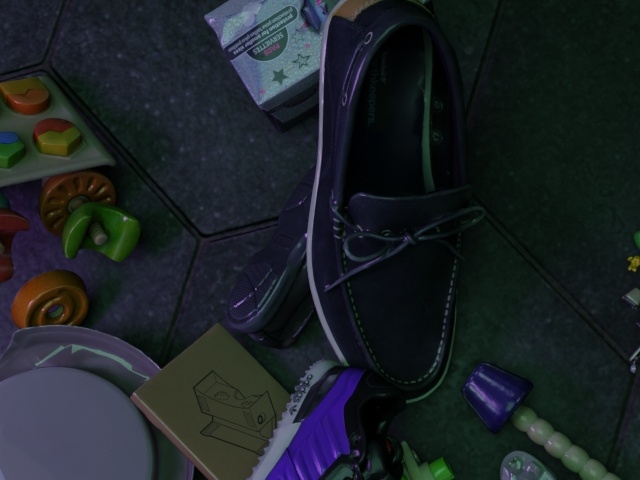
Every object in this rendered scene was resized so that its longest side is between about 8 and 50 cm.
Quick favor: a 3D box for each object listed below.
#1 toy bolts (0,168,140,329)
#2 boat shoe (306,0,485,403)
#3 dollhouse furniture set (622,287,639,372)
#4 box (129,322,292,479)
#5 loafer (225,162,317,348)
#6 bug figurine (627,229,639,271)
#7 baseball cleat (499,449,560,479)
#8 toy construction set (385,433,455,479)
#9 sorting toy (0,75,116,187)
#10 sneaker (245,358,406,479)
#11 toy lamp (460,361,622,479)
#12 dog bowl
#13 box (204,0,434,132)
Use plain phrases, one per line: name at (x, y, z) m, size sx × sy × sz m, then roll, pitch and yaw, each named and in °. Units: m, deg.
toy bolts at (-0.381, -0.004, 1.634) m, size 0.158 × 0.228 × 0.218 m, roll 47°, pitch 116°, yaw 40°
boat shoe at (0.086, -0.038, 1.492) m, size 0.186 × 0.156 × 0.500 m, roll -6°, pitch 106°, yaw -16°
dollhouse furniture set at (0.377, 0.111, 1.518) m, size 0.091 × 0.114 × 0.081 m, roll 41°, pitch 94°, yaw 11°
box at (-0.106, 0.213, 1.564) m, size 0.201 × 0.021 × 0.164 m, roll 45°, pitch 48°, yaw 6°
loafer at (0.000, 0.000, 1.620) m, size 0.302 × 0.095 × 0.109 m, roll -54°, pitch 37°, yaw -4°
bug figurine at (0.499, -0.014, 1.537) m, size 0.216 × 0.072 × 0.279 m, roll 28°, pitch 91°, yaw 19°
baseball cleat at (0.282, 0.333, 1.502) m, size 0.072 × 0.109 × 0.206 m, roll -36°, pitch 75°, yaw 16°
toy construction set at (0.070, 0.359, 1.509) m, size 0.327 × 0.151 × 0.215 m, roll -24°, pitch 53°, yaw -3°
sorting toy at (-0.384, -0.144, 1.628) m, size 0.193 × 0.208 × 0.038 m, roll 49°, pitch 135°, yaw 34°
sneaker at (0.010, 0.270, 1.443) m, size 0.146 × 0.102 × 0.293 m, roll 8°, pitch 62°, yaw 32°
toy lamp at (0.287, 0.244, 1.530) m, size 0.274 × 0.080 × 0.080 m, roll 37°, pitch 88°, yaw 11°
dog bowl at (-0.323, 0.282, 1.568) m, size 0.348 × 0.102 × 0.349 m, roll 0°, pitch 66°, yaw -1°
box at (0.007, -0.266, 1.610) m, size 0.247 × 0.163 × 0.142 m, roll -32°, pitch 79°, yaw 3°
